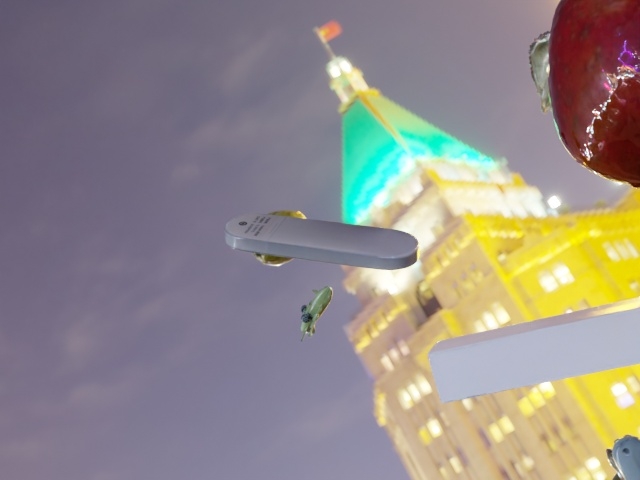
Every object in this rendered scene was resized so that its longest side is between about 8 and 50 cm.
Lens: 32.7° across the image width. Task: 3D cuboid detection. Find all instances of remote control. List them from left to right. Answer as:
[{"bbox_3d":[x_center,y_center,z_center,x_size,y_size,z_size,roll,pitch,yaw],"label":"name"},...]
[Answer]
[{"bbox_3d":[0.000,0.000,1.323,0.077,0.245,0.022,-54,-33,-59],"label":"remote control"}]

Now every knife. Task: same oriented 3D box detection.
[{"bbox_3d":[0.368,0.283,1.176,0.044,0.162,0.023,-29,-7,-3],"label":"knife"}]

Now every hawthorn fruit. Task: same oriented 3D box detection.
[{"bbox_3d":[0.381,-0.175,1.216,0.265,0.307,0.265,9,-23,4],"label":"hawthorn fruit"}]

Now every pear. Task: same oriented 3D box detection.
[{"bbox_3d":[-0.081,-0.006,2.125,0.131,0.107,0.107,-29,-24,-30],"label":"pear"}]

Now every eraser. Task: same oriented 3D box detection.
[{"bbox_3d":[0.303,0.151,1.498,0.298,0.076,0.078,-15,4,19],"label":"eraser"}]

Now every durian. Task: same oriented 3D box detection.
[{"bbox_3d":[0.396,-0.263,1.716,0.091,0.148,0.188,-39,-15,-34],"label":"durian"}]

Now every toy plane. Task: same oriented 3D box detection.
[{"bbox_3d":[-0.011,0.125,1.947,0.040,0.102,0.111,17,-63,-12],"label":"toy plane"}]

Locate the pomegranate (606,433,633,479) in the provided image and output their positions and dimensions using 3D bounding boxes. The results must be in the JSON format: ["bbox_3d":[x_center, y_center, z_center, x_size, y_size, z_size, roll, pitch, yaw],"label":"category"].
[{"bbox_3d":[0.441,0.333,1.403,0.180,0.180,0.209,-37,-69,16],"label":"pomegranate"}]
